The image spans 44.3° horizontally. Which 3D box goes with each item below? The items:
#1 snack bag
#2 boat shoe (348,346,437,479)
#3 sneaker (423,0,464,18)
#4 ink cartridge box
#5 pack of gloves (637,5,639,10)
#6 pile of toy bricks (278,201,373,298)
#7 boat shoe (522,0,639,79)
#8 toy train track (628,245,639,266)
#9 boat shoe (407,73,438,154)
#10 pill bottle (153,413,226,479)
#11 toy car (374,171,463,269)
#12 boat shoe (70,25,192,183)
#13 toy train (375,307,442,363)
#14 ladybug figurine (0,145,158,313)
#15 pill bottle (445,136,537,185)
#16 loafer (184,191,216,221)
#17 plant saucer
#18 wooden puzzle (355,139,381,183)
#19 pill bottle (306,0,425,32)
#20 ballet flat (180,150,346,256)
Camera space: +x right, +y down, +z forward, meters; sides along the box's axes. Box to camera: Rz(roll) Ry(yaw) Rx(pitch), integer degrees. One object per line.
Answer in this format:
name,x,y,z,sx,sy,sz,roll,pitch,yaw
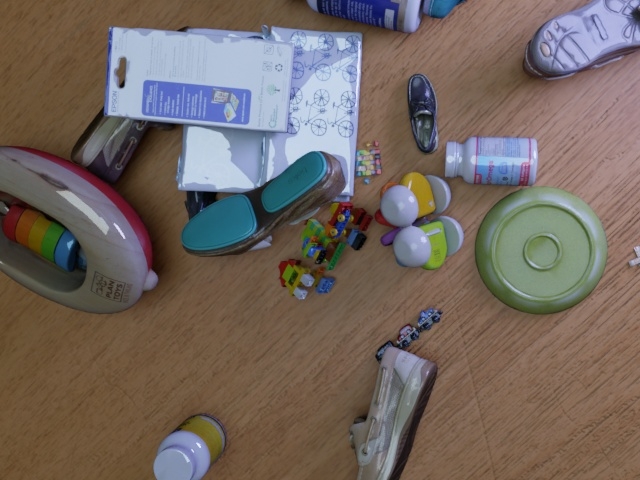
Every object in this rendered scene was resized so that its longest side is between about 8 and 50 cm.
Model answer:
snack bag,-0.098,-0.243,1.482,0.343,0.037,0.323,4,95,-4
boat shoe,0.114,0.368,1.484,0.110,0.122,0.341,22,96,21
sneaker,0.307,-0.509,1.398,0.121,0.108,0.302,38,97,10
ink cartridge box,-0.217,-0.290,1.426,0.333,0.065,0.165,6,97,-3
pack of gloves,0.667,-0.387,1.350,0.195,0.046,0.232,43,67,6
pile of toy bricks,0.000,0.000,1.494,0.105,0.118,0.212,44,118,32
boat shoe,0.494,-0.366,1.372,0.324,0.116,0.123,-18,87,-11
toy train track,0.602,0.027,1.428,0.083,0.014,0.048,-24,89,9
boat shoe,0.193,-0.237,1.461,0.056,0.049,0.152,-11,91,10
pill bottle,-0.252,0.405,1.504,0.103,0.184,0.103,0,93,9
toy car,0.164,-0.029,1.445,0.136,0.159,0.182,-17,91,44
boat shoe,-0.335,-0.258,1.529,0.123,0.123,0.342,39,88,-25
toy train,0.168,0.180,1.504,0.158,0.027,0.036,-41,76,10
ladybug figurine,-0.497,-0.030,1.505,0.449,0.162,0.305,30,129,5
pill bottle,0.309,-0.145,1.429,0.160,0.087,0.087,2,94,10
loafer,-0.238,-0.069,1.545,0.061,0.062,0.170,7,91,31
plant saucer,0.407,0.020,1.449,0.241,0.037,0.241,1,93,10
wooden puzzle,0.091,-0.150,1.505,0.049,0.006,0.083,-4,93,9
pill bottle,0.061,-0.476,1.418,0.265,0.153,0.153,15,96,8
ballet flat,-0.096,-0.050,1.463,0.342,0.124,0.116,-31,57,18
